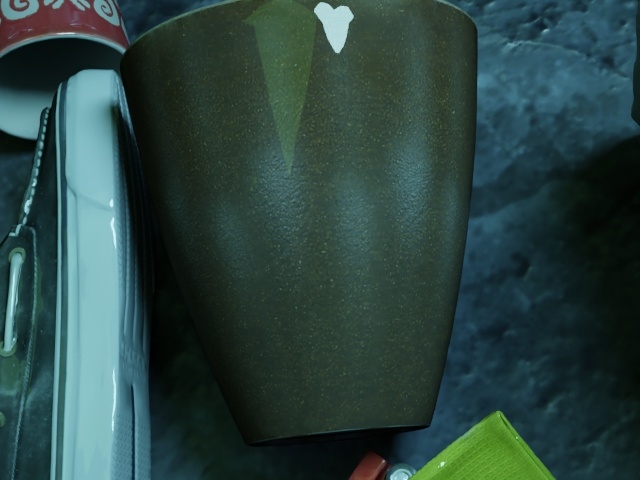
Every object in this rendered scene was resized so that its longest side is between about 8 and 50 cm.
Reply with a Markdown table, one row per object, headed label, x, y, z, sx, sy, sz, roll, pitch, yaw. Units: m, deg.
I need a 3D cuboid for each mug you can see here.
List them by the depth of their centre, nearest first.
| label | x | y | z | sx | sy | sz | roll | pitch | yaw |
| --- | --- | --- | --- | --- | --- | --- | --- | --- | --- |
| mug | -0.213 | -0.169 | 0.910 | 0.150 | 0.113 | 0.169 | -5 | 59 | -17 |

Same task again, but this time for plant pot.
| label | x | y | z | sx | sy | sz | roll | pitch | yaw |
| --- | --- | --- | --- | --- | --- | --- | --- | --- | --- |
| plant pot | 0.000 | 0.000 | 0.761 | 0.215 | 0.215 | 0.230 | -8 | 79 | 8 |

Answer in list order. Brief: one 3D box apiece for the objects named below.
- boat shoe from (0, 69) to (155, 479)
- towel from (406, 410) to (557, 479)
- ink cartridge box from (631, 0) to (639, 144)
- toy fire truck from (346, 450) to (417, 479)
| label | x | y | z | sx | sy | sz | roll | pitch | yaw |
| --- | --- | --- | --- | --- | --- | --- | --- | --- | --- |
| boat shoe | -0.170 | 0.047 | 0.802 | 0.119 | 0.121 | 0.335 | -4 | 67 | 5 |
| towel | 0.130 | 0.212 | 0.681 | 0.102 | 0.021 | 0.237 | -37 | 83 | -10 |
| ink cartridge box | 0.295 | 0.018 | 0.634 | 0.160 | 0.279 | 0.385 | -17 | 64 | 3 |
| toy fire truck | 0.031 | 0.198 | 0.735 | 0.192 | 0.047 | 0.135 | 31 | 77 | 20 |
